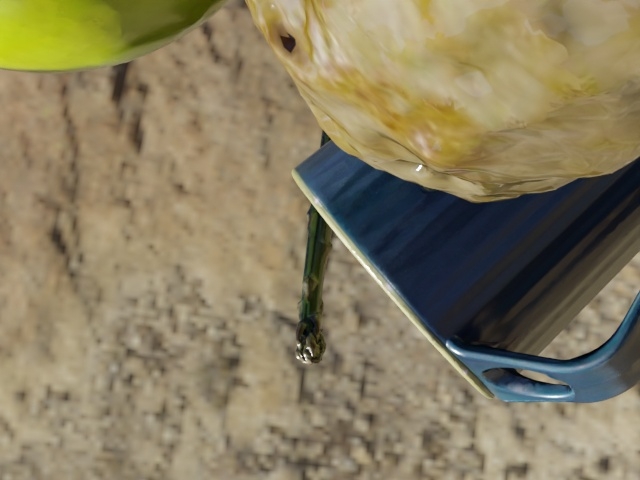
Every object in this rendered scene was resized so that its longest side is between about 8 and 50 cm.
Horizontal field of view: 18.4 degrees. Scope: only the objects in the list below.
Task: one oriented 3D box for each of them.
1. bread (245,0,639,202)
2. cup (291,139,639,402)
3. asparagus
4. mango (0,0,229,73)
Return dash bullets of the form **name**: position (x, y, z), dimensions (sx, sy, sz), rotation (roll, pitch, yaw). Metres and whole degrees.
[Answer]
- **bread**: position (0.066, -0.113, 0.394), dimensions (0.123, 0.230, 0.230), rotation (43, 124, -2)
- **cup**: position (0.097, -0.019, 0.823), dimensions (0.155, 0.131, 0.176), rotation (-43, 50, 3)
- **asparagus**: position (0.000, 0.000, 0.940), dimensions (0.018, 0.015, 0.127), rotation (-32, 47, 56)
- **mango**: position (-0.089, -0.193, 0.705), dimensions (0.149, 0.185, 0.273), rotation (-5, 72, 59)
